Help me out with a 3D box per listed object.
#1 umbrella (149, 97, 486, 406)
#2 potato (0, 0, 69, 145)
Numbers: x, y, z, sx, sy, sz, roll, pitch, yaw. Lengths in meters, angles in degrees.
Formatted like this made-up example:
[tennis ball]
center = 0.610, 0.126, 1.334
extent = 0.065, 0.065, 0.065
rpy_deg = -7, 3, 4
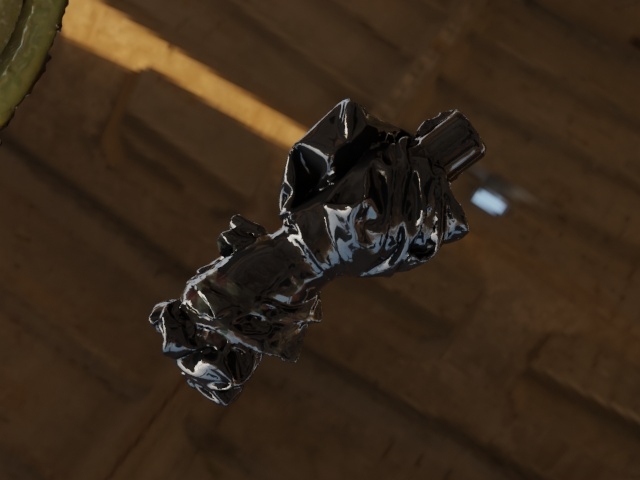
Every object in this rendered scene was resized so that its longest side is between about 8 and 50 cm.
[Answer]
[umbrella]
center = -0.001, 0.000, 1.065
extent = 0.122, 0.272, 0.110
rpy_deg = 57, -169, 31
[potato]
center = -0.330, -0.201, 1.195
extent = 0.242, 0.285, 0.242
rpy_deg = 10, -161, -3
